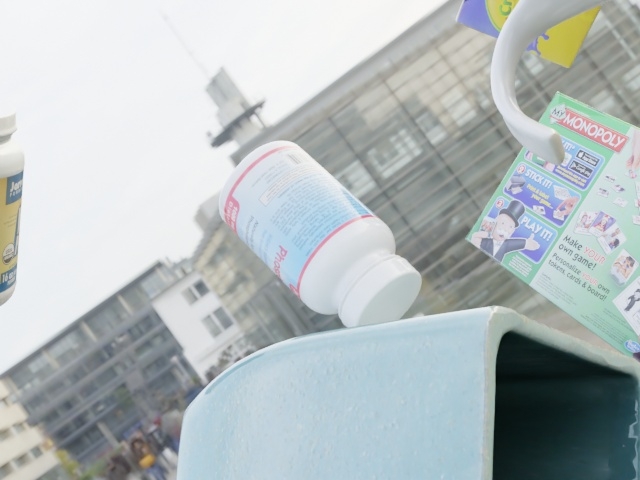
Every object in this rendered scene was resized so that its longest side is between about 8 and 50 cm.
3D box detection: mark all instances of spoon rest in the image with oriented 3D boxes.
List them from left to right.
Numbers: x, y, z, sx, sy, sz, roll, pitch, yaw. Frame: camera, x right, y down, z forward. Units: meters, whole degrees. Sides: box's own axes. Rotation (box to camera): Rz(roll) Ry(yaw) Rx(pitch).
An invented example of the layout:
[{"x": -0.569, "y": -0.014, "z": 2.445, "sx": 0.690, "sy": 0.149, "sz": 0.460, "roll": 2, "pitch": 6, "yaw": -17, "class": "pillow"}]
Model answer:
[{"x": 0.211, "y": -0.200, "z": 0.734, "sx": 0.276, "sy": 0.084, "sz": 0.137, "roll": -62, "pitch": -28, "yaw": -7, "class": "spoon rest"}]

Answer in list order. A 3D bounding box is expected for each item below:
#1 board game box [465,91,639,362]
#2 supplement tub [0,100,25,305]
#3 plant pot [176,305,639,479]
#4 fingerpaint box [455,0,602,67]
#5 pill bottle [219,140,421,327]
[{"x": 0.317, "y": -0.019, "z": 1.020, "sx": 0.213, "sy": 0.046, "sz": 0.317, "roll": -58, "pitch": 36, "yaw": 9, "class": "board game box"}, {"x": -0.370, "y": -0.038, "z": 0.913, "sx": 0.144, "sy": 0.144, "sz": 0.199, "roll": -32, "pitch": -45, "yaw": -64, "class": "supplement tub"}, {"x": 0.041, "y": 0.184, "z": 0.582, "sx": 0.252, "sy": 0.247, "sz": 0.247, "roll": -5, "pitch": -16, "yaw": 35, "class": "plant pot"}, {"x": 0.349, "y": -0.492, "z": 1.116, "sx": 0.371, "sy": 0.163, "sz": 0.444, "roll": -59, "pitch": -9, "yaw": -50, "class": "fingerpaint box"}, {"x": 0.000, "y": 0.000, "z": 0.717, "sx": 0.087, "sy": 0.160, "sz": 0.087, "roll": -32, "pitch": -32, "yaw": -23, "class": "pill bottle"}]
